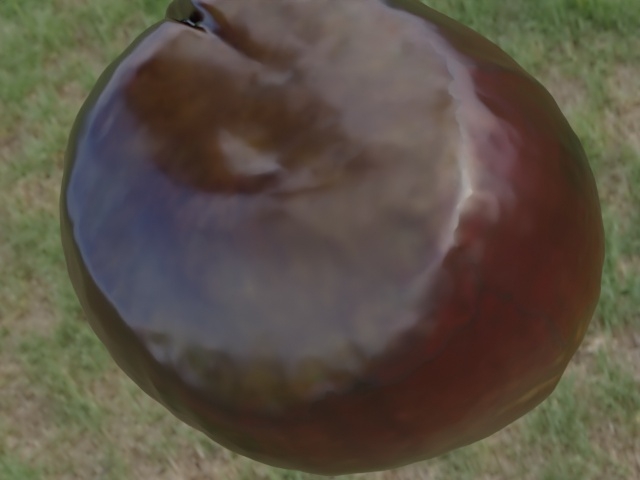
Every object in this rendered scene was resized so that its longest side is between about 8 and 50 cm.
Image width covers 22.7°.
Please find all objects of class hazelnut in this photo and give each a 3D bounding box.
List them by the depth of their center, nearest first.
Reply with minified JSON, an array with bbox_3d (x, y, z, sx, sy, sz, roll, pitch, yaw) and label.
[{"bbox_3d":[0.000,0.000,1.233,0.429,0.402,0.402,20,61,23],"label":"hazelnut"}]
